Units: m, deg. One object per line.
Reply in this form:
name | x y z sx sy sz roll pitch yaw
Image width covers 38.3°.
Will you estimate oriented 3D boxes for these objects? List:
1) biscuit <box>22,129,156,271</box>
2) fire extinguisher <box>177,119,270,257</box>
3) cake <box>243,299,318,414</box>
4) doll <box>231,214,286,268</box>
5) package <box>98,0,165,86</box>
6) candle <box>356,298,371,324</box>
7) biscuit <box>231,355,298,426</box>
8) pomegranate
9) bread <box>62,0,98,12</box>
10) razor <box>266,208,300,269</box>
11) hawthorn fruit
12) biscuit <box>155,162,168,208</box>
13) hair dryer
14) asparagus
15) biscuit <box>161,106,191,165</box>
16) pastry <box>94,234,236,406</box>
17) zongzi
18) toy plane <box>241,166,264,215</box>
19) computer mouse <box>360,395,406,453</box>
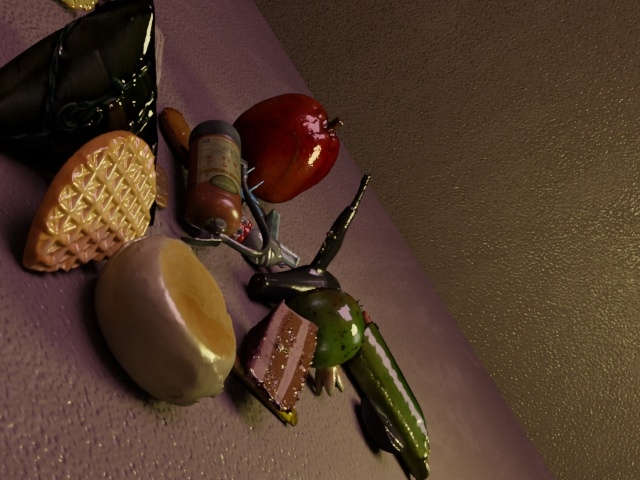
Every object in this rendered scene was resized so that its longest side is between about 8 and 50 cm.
biscuit | -0.312 -0.060 1.346 0.040 0.205 0.309 21 12 13
fire extinguisher | -0.188 -0.095 1.885 0.200 0.113 0.376 11 38 -12
cake | -0.085 0.219 1.667 0.116 0.113 0.295 45 16 -9
doll | -0.146 0.000 2.030 0.180 0.079 0.094 42 46 -15
package | -0.448 -0.508 2.182 0.204 0.062 0.251 39 25 -47
candle | 0.132 0.232 2.551 0.026 0.021 0.167 16 38 -38
biscuit | -0.133 0.236 1.628 0.292 0.026 0.048 49 7 -30
pomegranate | 0.007 0.209 1.906 0.187 0.187 0.225 -64 147 -74
bread | -0.531 -0.593 1.907 0.229 0.143 0.139 41 21 -53
razor | -0.114 -0.010 2.215 0.111 0.056 0.278 36 12 -15
hawthorn fruit | -0.080 -0.242 2.319 0.265 0.307 0.265 50 22 -29
biscuit | -0.321 -0.113 1.792 0.071 0.018 0.147 47 16 -30
hair dryer | 0.000 0.000 2.004 0.120 0.359 0.303 34 10 33
asparagus | 0.170 0.377 2.176 0.382 0.108 0.128 61 13 10
biscuit | -0.311 -0.223 2.063 0.206 0.025 0.126 62 14 23
pastry | -0.224 0.115 1.359 0.265 0.133 0.265 53 14 -19
zongzi | -0.387 -0.254 1.497 0.362 0.319 0.383 61 -5 29
toy plane | -0.199 -0.112 2.099 0.169 0.078 0.246 55 20 -4
computer mouse | 0.130 0.418 2.056 0.099 0.057 0.172 41 9 -42
